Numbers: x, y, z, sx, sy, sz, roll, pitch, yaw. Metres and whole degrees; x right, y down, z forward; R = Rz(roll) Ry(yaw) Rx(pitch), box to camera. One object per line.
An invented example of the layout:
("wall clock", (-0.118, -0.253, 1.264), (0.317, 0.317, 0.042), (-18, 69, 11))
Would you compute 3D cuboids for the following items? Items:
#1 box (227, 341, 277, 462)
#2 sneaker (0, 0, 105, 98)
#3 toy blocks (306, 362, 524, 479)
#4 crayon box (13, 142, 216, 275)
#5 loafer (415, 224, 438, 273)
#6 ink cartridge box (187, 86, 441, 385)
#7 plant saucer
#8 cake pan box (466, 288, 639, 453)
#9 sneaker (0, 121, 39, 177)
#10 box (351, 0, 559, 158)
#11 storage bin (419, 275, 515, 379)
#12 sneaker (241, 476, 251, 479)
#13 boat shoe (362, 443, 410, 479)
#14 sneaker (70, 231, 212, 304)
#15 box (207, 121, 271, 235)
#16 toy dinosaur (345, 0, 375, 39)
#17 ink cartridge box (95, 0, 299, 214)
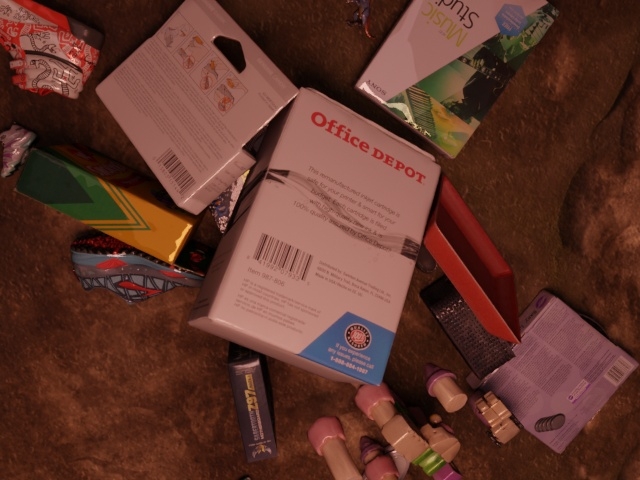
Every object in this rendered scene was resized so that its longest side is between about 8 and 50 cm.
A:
("box", (-0.124, 0.259, 1.031), (0.059, 0.232, 0.183), (-11, 103, -4))
("sneaker", (-0.519, -0.341, 0.954), (0.270, 0.090, 0.145), (23, 97, -11))
("toy blocks", (0.151, 0.313, 1.076), (0.309, 0.260, 0.288), (-40, 130, 3))
("crayon box", (-0.318, -0.060, 0.970), (0.319, 0.202, 0.081), (27, 98, -10))
("loafer", (0.187, -0.008, 1.085), (0.062, 0.061, 0.170), (-26, 103, 1))
("ink cartridge box", (0.000, 0.000, 0.923), (0.285, 0.166, 0.394), (26, 70, -19))
("plant saucer", (0.268, 0.030, 1.016), (0.048, 0.258, 0.259), (-31, 104, 26))
("cake pan box", (0.478, 0.267, 1.160), (0.246, 0.070, 0.267), (35, 97, -12))
("sneaker", (-0.564, -0.168, 1.016), (0.069, 0.038, 0.098), (35, 88, -8))
("box", (0.241, -0.345, 1.023), (0.232, 0.058, 0.322), (33, 98, -9))
("storage bin", (0.282, 0.164, 1.096), (0.084, 0.122, 0.180), (-36, 102, 4))
("sneaker", (-0.181, 0.532, 1.174), (0.191, 0.071, 0.082), (10, 94, -14))
("boat shoe", (0.117, 0.532, 1.183), (0.083, 0.076, 0.226), (34, 97, -10))
("sneaker", (-0.329, 0.062, 1.061), (0.262, 0.104, 0.125), (10, 118, -2))
("box", (-0.130, -0.112, 1.051), (0.184, 0.045, 0.190), (-24, 102, 3))
("toy dinosaur", (0.076, -0.424, 1.016), (0.090, 0.047, 0.082), (28, 90, -42))
("ink cartridge box", (-0.202, -0.235, 0.936), (0.261, 0.066, 0.296), (-41, 69, 6))
